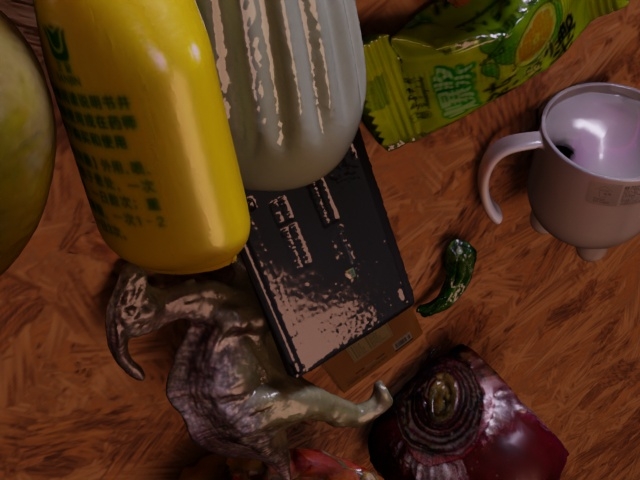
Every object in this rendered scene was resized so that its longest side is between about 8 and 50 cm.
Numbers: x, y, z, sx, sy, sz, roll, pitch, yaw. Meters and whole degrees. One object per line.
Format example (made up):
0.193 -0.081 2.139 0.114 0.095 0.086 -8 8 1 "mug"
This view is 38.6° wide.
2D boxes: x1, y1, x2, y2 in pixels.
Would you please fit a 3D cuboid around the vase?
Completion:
-0.041 -0.149 0.522 0.128 0.128 0.248 -26 136 -19 "vase"

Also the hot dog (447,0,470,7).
0.145 -0.288 0.537 0.349 0.117 0.158 -43 146 5 "hot dog"

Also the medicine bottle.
-0.104 -0.124 0.450 0.076 0.111 0.309 -39 131 -39 "medicine bottle"

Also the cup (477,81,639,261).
0.257 -0.053 0.906 0.173 0.134 0.142 -26 146 -21 "cup"

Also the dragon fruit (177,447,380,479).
-0.051 0.325 0.959 0.296 0.314 0.263 -4 120 -9 "dragon fruit"

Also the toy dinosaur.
-0.061 0.103 0.786 0.162 0.077 0.294 -38 115 -4 "toy dinosaur"

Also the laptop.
0.000 0.000 0.735 0.135 0.016 0.197 -29 114 -19 "laptop"

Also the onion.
0.183 0.271 1.142 0.207 0.206 0.216 -43 146 5 "onion"

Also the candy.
0.138 -0.166 0.718 0.246 0.069 0.149 -37 149 -2 "candy"

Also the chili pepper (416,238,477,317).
0.143 0.036 0.991 0.055 0.035 0.118 -10 145 -27 "chili pepper"

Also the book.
0.048 0.098 0.985 0.118 0.012 0.172 -36 147 -5 "book"

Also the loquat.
-0.212 -0.040 0.461 0.152 0.152 0.195 -11 145 -36 "loquat"
